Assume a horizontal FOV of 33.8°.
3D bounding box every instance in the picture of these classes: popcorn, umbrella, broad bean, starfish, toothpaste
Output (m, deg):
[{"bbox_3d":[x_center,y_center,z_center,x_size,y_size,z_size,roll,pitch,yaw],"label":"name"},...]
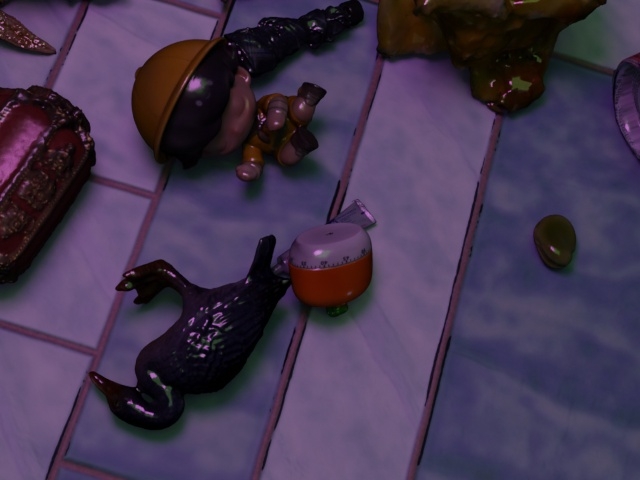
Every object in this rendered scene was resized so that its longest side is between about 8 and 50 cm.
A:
[{"bbox_3d":[0.223,-0.370,1.516,0.321,0.326,0.290,28,55,-44],"label":"popcorn"},{"bbox_3d":[-0.037,-0.307,1.559,0.224,0.071,0.080,-26,85,-22],"label":"umbrella"},{"bbox_3d":[0.334,0.000,1.500,0.063,0.045,0.083,8,61,-5],"label":"broad bean"},{"bbox_3d":[-0.518,-0.333,1.527,0.277,0.062,0.235,7,63,1],"label":"starfish"},{"bbox_3d":[0.000,0.000,1.468,0.170,0.028,0.045,-33,71,-19],"label":"toothpaste"}]

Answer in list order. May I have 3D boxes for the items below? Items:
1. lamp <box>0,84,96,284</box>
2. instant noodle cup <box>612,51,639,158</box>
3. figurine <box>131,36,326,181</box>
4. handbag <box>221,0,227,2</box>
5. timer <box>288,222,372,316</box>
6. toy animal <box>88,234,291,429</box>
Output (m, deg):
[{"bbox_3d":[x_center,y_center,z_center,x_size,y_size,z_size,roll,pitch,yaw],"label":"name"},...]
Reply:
[{"bbox_3d":[-0.414,-0.071,1.376,0.177,0.177,0.274,28,71,4],"label":"lamp"},{"bbox_3d":[0.576,-0.219,1.527,0.255,0.244,0.244,-17,72,-5],"label":"instant noodle cup"},{"bbox_3d":[-0.134,-0.176,1.450,0.257,0.167,0.192,18,100,-26],"label":"figurine"},{"bbox_3d":[-0.104,-0.498,1.596,0.182,0.117,0.270,-18,72,1],"label":"handbag"},{"bbox_3d":[0.017,0.046,1.410,0.136,0.099,0.136,-7,101,-36],"label":"timer"},{"bbox_3d":[-0.162,0.108,1.360,0.298,0.122,0.185,-32,71,-10],"label":"toy animal"}]
